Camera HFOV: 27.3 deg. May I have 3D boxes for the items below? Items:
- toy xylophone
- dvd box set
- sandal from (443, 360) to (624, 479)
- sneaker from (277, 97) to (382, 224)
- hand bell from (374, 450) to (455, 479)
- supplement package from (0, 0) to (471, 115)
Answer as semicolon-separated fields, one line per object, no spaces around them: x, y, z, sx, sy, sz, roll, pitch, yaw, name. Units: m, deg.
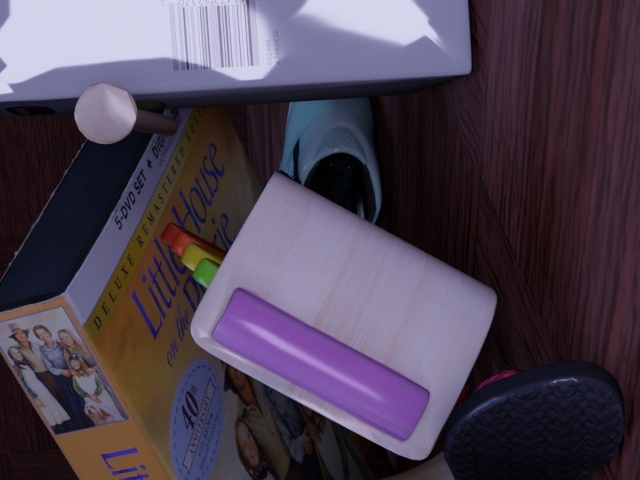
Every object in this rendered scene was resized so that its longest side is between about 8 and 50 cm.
-0.016;0.013;0.692;0.081;0.236;0.322;-61;-6;1;toy xylophone
-0.058;0.119;0.908;0.308;0.062;0.420;-74;-35;-56;dvd box set
0.083;0.084;0.554;0.179;0.067;0.040;91;-176;-62;sandal
0.000;0.000;1.085;0.151;0.094;0.256;-93;4;-55;sneaker
-0.020;0.174;0.736;0.126;0.242;0.126;175;90;-83;hand bell
-0.062;-0.179;0.742;0.145;0.261;0.204;-153;60;-83;supplement package
